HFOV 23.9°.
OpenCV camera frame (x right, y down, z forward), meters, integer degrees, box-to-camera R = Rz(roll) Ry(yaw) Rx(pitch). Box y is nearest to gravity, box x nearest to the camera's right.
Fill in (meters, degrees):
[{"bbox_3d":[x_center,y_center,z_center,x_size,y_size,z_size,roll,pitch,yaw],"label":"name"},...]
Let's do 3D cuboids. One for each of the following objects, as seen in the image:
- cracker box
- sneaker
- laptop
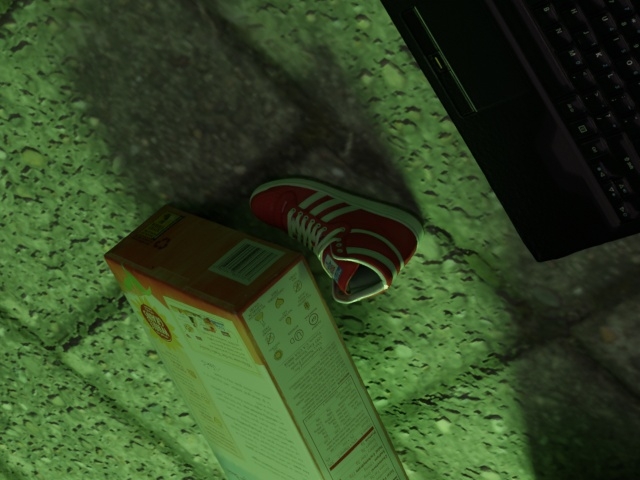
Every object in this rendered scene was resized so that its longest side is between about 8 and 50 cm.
[{"bbox_3d":[-0.039,0.096,1.045,0.155,0.067,0.232,19,142,47],"label":"cracker box"},{"bbox_3d":[0.000,0.000,0.963,0.118,0.067,0.042,13,135,19],"label":"sneaker"},{"bbox_3d":[0.132,-0.084,0.730,0.264,0.136,0.234,-19,109,41],"label":"laptop"}]
